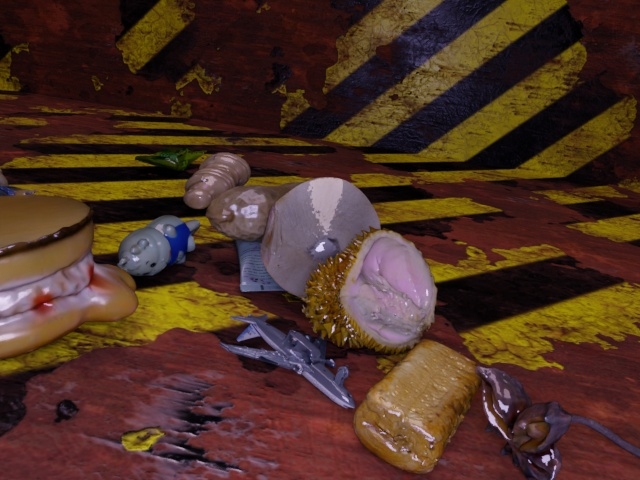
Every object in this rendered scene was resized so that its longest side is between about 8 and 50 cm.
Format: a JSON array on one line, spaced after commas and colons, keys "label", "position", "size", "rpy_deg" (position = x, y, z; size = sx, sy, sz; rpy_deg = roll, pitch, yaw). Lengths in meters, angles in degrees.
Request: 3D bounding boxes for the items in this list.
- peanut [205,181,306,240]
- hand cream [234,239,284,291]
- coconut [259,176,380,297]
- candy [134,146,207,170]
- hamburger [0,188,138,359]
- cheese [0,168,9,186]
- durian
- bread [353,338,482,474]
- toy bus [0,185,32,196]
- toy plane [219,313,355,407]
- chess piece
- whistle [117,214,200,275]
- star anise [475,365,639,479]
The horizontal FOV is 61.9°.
[{"label": "peanut", "position": [-0.098, -0.061, 1.111], "size": [0.298, 0.120, 0.136], "rpy_deg": [-6, 1, -40]}, {"label": "hand cream", "position": [-0.140, 0.022, 1.101], "size": [0.085, 0.058, 0.331], "rpy_deg": [4, 20, -17]}, {"label": "coconut", "position": [0.002, -0.003, 0.955], "size": [0.241, 0.241, 0.241], "rpy_deg": [7, 19, -3]}, {"label": "candy", "position": [-0.488, -0.272, 1.782], "size": [0.149, 0.069, 0.246], "rpy_deg": [8, 23, 14]}, {"label": "hamburger", "position": [-0.417, 0.048, 0.728], "size": [0.303, 0.186, 0.261], "rpy_deg": [-15, 26, -28]}, {"label": "cheese", "position": [-0.783, -0.097, 1.083], "size": [0.233, 0.127, 0.266], "rpy_deg": [13, 19, 15]}, {"label": "durian", "position": [0.076, 0.083, 0.832], "size": [0.250, 0.138, 0.183], "rpy_deg": [16, 56, -35]}, {"label": "bread", "position": [0.127, 0.200, 0.668], "size": [0.114, 0.083, 0.211], "rpy_deg": [24, 25, 26]}, {"label": "toy bus", "position": [-0.532, -0.019, 0.922], "size": [0.051, 0.152, 0.061], "rpy_deg": [18, 16, 25]}, {"label": "toy plane", "position": [-0.035, 0.161, 0.753], "size": [0.226, 0.058, 0.226], "rpy_deg": [22, 8, 35]}, {"label": "chess piece", "position": [-0.295, -0.154, 1.480], "size": [0.139, 0.124, 0.307], "rpy_deg": [39, 20, -12]}, {"label": "whistle", "position": [-0.303, 0.008, 1.023], "size": [0.092, 0.110, 0.244], "rpy_deg": [43, 25, 3]}, {"label": "star anise", "position": [0.320, 0.219, 0.624], "size": [0.228, 0.148, 0.218], "rpy_deg": [-12, 69, -22]}]
